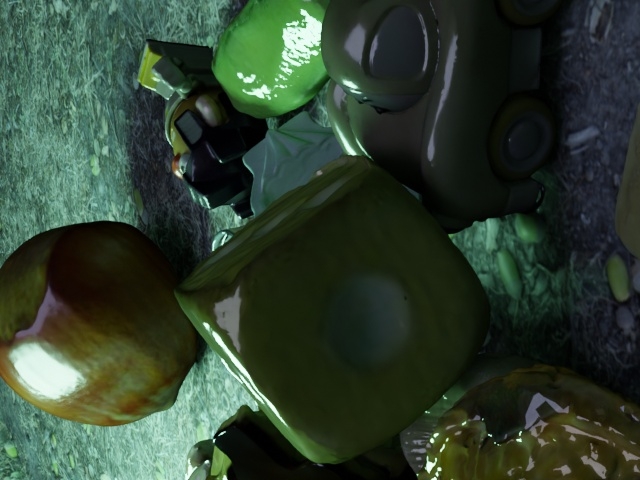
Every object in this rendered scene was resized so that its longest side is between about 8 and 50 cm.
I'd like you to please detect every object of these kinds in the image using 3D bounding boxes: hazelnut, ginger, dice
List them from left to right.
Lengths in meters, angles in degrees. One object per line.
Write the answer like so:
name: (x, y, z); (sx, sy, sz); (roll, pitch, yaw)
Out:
hazelnut: (-0.377, 0.134, 2.270); (0.366, 0.366, 0.365); (33, 129, 54)
dice: (0.012, 0.066, 1.368); (0.226, 0.238, 0.233); (52, 172, -13)
ginger: (0.039, 0.258, 1.612); (0.414, 0.211, 0.358); (17, 147, 19)

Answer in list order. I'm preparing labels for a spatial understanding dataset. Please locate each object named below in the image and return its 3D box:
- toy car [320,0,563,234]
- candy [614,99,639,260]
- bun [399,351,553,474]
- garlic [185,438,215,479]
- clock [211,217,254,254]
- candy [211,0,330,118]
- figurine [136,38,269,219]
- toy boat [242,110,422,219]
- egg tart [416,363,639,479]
toy car: (0.088, -0.190, 1.345); (0.242, 0.226, 0.335); (38, 132, 52)
candy: (0.361, -0.008, 0.999); (0.320, 0.135, 0.179); (48, 138, 44)
bun: (0.196, 0.206, 1.395); (0.231, 0.133, 0.231); (22, 128, 31)
garlic: (-0.091, 0.417, 1.887); (0.279, 0.132, 0.325); (51, -173, 33)
clock: (-0.109, 0.052, 1.995); (0.229, 0.063, 0.155); (-34, 71, 60)
candy: (-0.029, -0.258, 1.665); (0.142, 0.132, 0.343); (36, 155, -11)
figurine: (-0.150, -0.152, 1.873); (0.143, 0.308, 0.308); (-46, 49, 10)
toy boat: (0.017, -0.035, 1.626); (0.290, 0.199, 0.100); (54, 177, 39)
egg tart: (0.238, 0.327, 1.193); (0.443, 0.178, 0.443); (27, 135, 31)
